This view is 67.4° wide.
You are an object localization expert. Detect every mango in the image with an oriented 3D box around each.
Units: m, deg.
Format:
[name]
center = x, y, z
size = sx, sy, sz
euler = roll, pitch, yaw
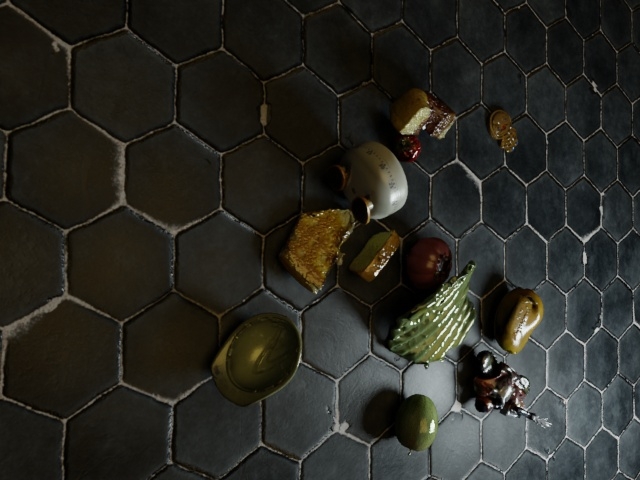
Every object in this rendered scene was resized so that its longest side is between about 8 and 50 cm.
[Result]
[mango]
center = 0.731, 0.297, 1.780
size = 0.151, 0.155, 0.249
euler = 37, 70, -61

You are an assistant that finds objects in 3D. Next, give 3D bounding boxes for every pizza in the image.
[pizza]
center = 0.000, 0.000, 1.431
size = 0.189, 0.071, 0.297
euler = 37, 69, -10

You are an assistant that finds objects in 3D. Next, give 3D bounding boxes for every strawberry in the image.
[strawberry]
center = 0.286, -0.307, 1.577
size = 0.106, 0.106, 0.106
euler = 0, 89, -28

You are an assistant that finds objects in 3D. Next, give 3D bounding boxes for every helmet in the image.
[helmet]
center = -0.156, 0.324, 1.306
size = 0.257, 0.137, 0.204
euler = -40, 71, -7

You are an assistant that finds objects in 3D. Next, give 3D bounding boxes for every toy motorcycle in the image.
[toy motorcycle]
center = 0.689, 0.573, 1.760
size = 0.401, 0.134, 0.207
euler = 35, 74, -22

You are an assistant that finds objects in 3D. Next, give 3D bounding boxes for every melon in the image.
[melon]
center = 0.309, 0.595, 1.549
size = 0.139, 0.139, 0.192
euler = 23, 75, -26

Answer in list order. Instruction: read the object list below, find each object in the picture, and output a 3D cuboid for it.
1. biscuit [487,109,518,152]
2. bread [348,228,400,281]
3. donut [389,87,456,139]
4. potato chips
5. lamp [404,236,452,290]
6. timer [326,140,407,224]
[biscuit]
center = 0.704, -0.423, 1.841
size = 0.175, 0.026, 0.124
euler = 47, 70, -20
[bread]
center = 0.171, 0.046, 1.503
size = 0.065, 0.103, 0.187
euler = 43, 69, -21
[donut]
center = 0.329, -0.426, 1.566
size = 0.295, 0.112, 0.151
euler = -6, 60, -49
[potato chips]
center = 0.394, 0.251, 1.589
size = 0.389, 0.097, 0.373
euler = -30, 132, -23
[lamp]
center = 0.353, 0.075, 1.589
size = 0.182, 0.140, 0.182
euler = -14, 111, -40
[timer]
center = 0.171, -0.186, 1.435
size = 0.240, 0.233, 0.234
euler = -30, 103, -22
